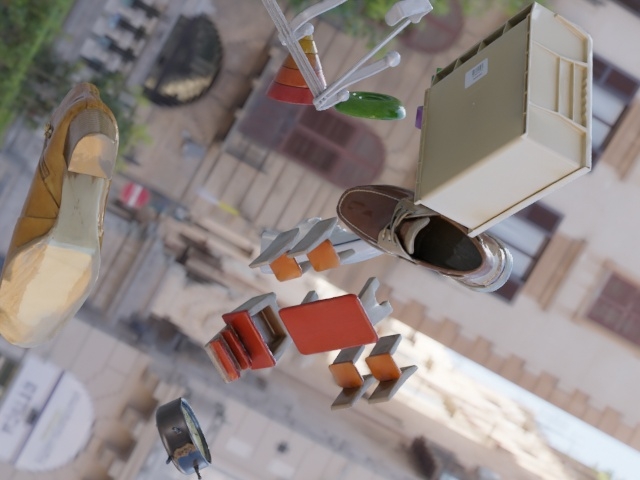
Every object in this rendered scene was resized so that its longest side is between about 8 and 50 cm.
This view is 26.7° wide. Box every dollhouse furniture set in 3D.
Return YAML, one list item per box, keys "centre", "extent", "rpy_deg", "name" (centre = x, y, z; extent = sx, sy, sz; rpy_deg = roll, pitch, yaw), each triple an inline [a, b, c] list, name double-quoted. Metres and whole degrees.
- centre: [-0.028, 0.130, 1.953]
  extent: [0.259, 0.262, 0.135]
  rpy_deg: [-15, -160, 41]
  name: "dollhouse furniture set"

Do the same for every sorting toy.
- centre: [0.072, -0.285, 2.348]
  extent: [0.127, 0.366, 0.126]
  rpy_deg: [-19, 120, -56]
  name: "sorting toy"

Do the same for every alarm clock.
- centre: [-0.241, 0.335, 2.344]
  extent: [0.064, 0.129, 0.192]
  rpy_deg: [-24, -163, 4]
  name: "alarm clock"

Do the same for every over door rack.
- centre: [0.028, -0.337, 1.772]
  extent: [0.108, 0.239, 0.324]
  rpy_deg: [-26, 174, -26]
  name: "over door rack"

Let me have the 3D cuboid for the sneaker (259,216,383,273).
- centre: [0.000, 0.000, 2.434]
  extent: [0.094, 0.258, 0.091]
  rpy_deg: [13, 70, -67]
  name: "sneaker"

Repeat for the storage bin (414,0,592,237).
- centre: [0.275, -0.184, 2.037]
  extent: [0.262, 0.123, 0.260]
  rpy_deg: [-34, -140, 49]
  name: "storage bin"

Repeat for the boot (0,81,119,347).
- centre: [-0.313, -0.035, 1.624]
  extent: [0.295, 0.104, 0.211]
  rpy_deg: [-67, -160, 13]
  name: "boot"

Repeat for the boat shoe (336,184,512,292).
- centre: [0.162, -0.018, 2.226]
  extent: [0.116, 0.324, 0.123]
  rpy_deg: [20, 92, -64]
  name: "boat shoe"
